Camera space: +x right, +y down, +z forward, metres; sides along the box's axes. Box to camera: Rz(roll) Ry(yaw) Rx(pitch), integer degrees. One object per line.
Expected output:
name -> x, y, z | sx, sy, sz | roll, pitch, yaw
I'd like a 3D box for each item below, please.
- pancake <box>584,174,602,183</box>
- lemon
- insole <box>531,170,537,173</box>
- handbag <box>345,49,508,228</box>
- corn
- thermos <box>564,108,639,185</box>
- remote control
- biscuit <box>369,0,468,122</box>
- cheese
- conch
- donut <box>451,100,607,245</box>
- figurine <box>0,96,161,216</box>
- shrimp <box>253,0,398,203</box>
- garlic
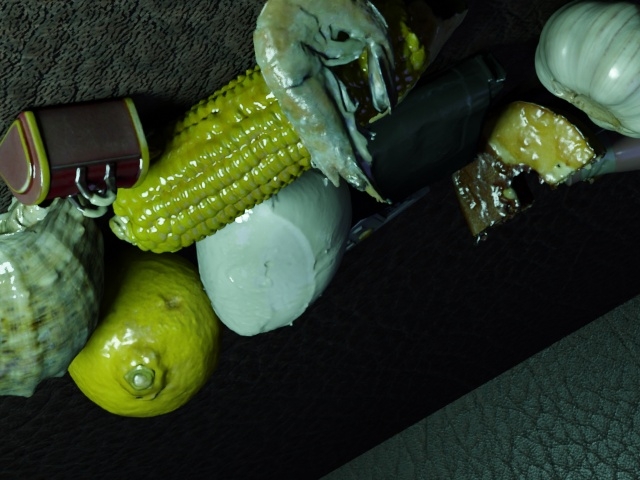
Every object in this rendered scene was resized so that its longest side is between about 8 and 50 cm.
pancake -> 0.521, -0.149, 2.341 | 0.244, 0.057, 0.266 | -36, 162, 27
lemon -> -0.199, 0.102, 1.684 | 0.188, 0.188, 0.257 | -29, -163, 3
insole -> 0.325, -0.121, 2.205 | 0.064, 0.004, 0.188 | -34, 162, 17
handbag -> 0.109, -0.109, 1.775 | 0.223, 0.080, 0.247 | -25, 163, -13
corn -> -0.055, -0.109, 1.458 | 0.363, 0.120, 0.120 | -36, 162, 11
thermos -> 0.432, -0.165, 2.022 | 0.265, 0.146, 0.176 | -22, 166, -4
remote control -> 0.000, 0.000, 1.978 | 0.313, 0.055, 0.109 | -35, 168, 7
biscuit -> 0.091, -0.193, 1.554 | 0.056, 0.052, 0.188 | -36, 171, -37
cheese -> -0.046, -0.015, 1.635 | 0.189, 0.154, 0.198 | -66, 163, -51
conch -> -0.303, 0.071, 1.515 | 0.210, 0.159, 0.291 | -9, 153, -45
donut -> 0.264, -0.107, 1.935 | 0.217, 0.141, 0.085 | -31, 174, 39
figurine -> -0.207, -0.069, 1.369 | 0.154, 0.098, 0.082 | -10, 152, -40
shrimp -> 0.024, -0.137, 1.374 | 0.126, 0.223, 0.047 | -31, -161, -7
garlic -> 0.359, -0.241, 1.706 | 0.226, 0.199, 0.199 | -62, 161, -1
